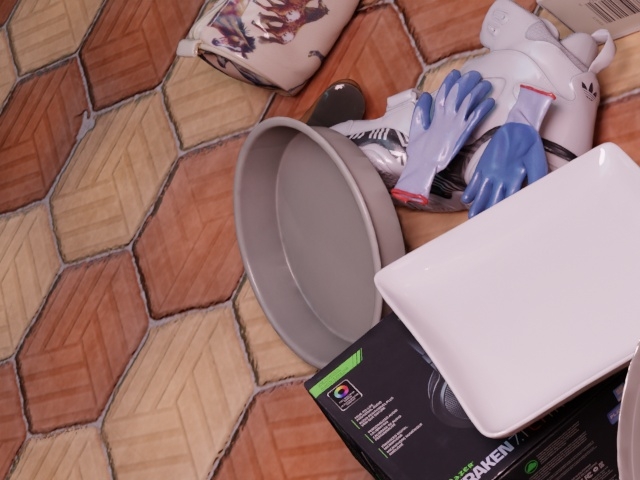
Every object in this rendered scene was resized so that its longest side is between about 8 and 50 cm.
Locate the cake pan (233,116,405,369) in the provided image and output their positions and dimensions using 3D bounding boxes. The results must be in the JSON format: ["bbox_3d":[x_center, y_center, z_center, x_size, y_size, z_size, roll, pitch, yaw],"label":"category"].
[{"bbox_3d":[0.000,0.000,1.979,0.293,0.054,0.293,32,130,48],"label":"cake pan"}]

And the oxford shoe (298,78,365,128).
[{"bbox_3d":[-0.015,-0.112,2.189,0.212,0.076,0.076,-49,10,16],"label":"oxford shoe"}]

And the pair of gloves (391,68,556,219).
[{"bbox_3d":[0.162,-0.095,1.824,0.198,0.023,0.159,20,84,43],"label":"pair of gloves"}]

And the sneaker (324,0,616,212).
[{"bbox_3d":[0.163,-0.145,1.956,0.366,0.137,0.210,7,71,43],"label":"sneaker"}]

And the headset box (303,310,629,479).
[{"bbox_3d":[0.158,0.159,1.711,0.246,0.131,0.283,-39,38,-7],"label":"headset box"}]

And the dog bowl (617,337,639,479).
[{"bbox_3d":[0.389,0.133,1.289,0.349,0.102,0.348,-24,52,34],"label":"dog bowl"}]

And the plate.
[{"bbox_3d":[0.221,0.049,1.643,0.277,0.045,0.278,-29,37,-5],"label":"plate"}]

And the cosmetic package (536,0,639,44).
[{"bbox_3d":[0.335,-0.386,1.939,0.160,0.113,0.309,-16,55,40],"label":"cosmetic package"}]

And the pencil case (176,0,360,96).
[{"bbox_3d":[-0.014,-0.373,2.247,0.410,0.183,0.160,-59,22,1],"label":"pencil case"}]
